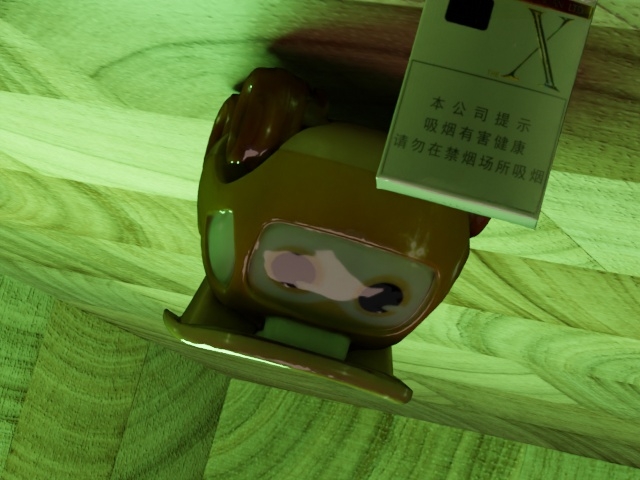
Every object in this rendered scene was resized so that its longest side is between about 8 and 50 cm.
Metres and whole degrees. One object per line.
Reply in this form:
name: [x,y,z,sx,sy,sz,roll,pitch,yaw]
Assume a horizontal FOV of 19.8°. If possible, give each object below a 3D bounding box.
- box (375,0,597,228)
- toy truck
box: [0.088,-0.091,0.914,0.084,0.154,0.040,15,174,7]
toy truck: [0.000,0.000,1.392,0.204,0.211,0.288,16,174,-13]
